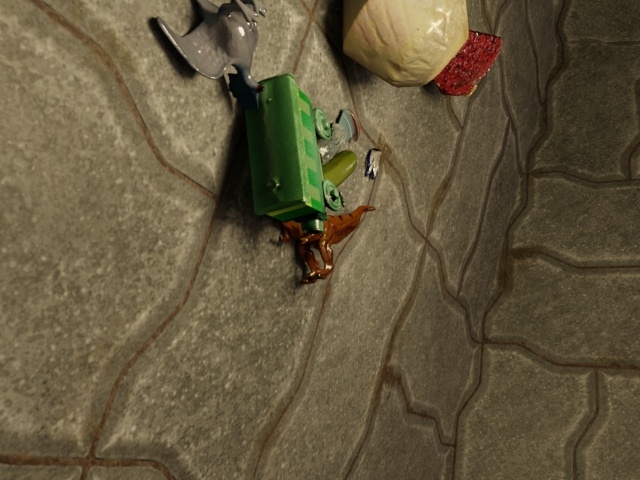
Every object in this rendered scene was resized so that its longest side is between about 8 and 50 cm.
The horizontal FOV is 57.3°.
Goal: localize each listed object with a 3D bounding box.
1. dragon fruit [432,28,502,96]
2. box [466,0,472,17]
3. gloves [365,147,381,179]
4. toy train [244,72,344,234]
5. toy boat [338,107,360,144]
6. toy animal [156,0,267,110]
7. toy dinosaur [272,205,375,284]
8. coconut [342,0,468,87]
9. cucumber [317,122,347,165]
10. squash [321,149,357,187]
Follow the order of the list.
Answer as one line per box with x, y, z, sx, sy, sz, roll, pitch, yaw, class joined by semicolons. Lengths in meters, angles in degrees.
0.402;-0.569;1.861;0.317;0.152;0.205;-3;110;-35;dragon fruit
0.311;-0.773;1.584;0.397;0.111;0.396;68;29;-24;box
0.145;-0.212;1.625;0.064;0.026;0.086;-20;118;-54;gloves
-0.053;-0.163;1.154;0.202;0.120;0.301;23;57;-61;toy train
0.055;-0.267;1.456;0.122;0.034;0.096;-48;130;-41;toy boat
-0.171;-0.357;1.023;0.255;0.176;0.239;50;43;-8;toy animal
0.000;0.000;1.368;0.432;0.097;0.208;7;84;-59;toy dinosaur
0.181;-0.523;1.380;0.329;0.328;0.329;-20;114;-56;coconut
0.014;-0.223;1.369;0.112;0.064;0.064;-58;142;-32;cucumber
0.019;-0.153;1.389;0.252;0.066;0.066;-42;131;-50;squash
